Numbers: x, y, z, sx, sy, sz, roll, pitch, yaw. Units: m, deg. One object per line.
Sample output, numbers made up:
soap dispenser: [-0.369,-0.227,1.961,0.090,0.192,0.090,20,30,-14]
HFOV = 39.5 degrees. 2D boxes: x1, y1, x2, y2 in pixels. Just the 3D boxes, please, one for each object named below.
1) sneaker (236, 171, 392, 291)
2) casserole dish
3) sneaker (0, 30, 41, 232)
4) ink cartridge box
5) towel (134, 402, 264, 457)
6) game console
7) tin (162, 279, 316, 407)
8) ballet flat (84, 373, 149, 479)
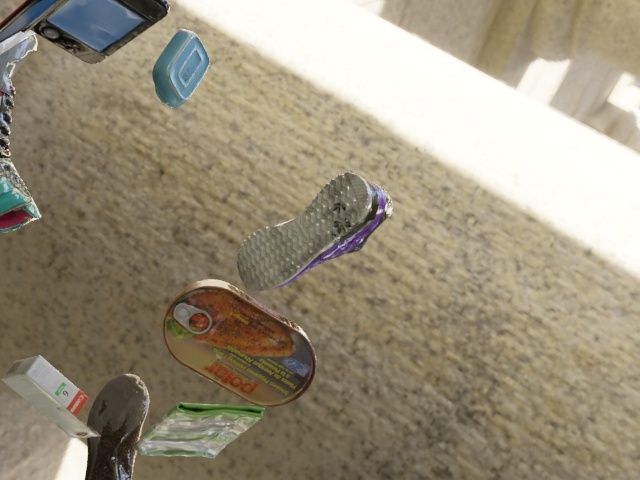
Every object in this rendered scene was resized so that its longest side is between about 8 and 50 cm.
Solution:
sneaker: [0.001,0.001,1.455,0.293,0.102,0.146,-32,160,28]
casserole dish: [-0.289,-0.365,1.887,0.114,0.037,0.188,62,42,-42]
sneaker: [-0.360,-0.098,0.958,0.123,0.178,0.296,-14,-145,47]
ink cartridge box: [-0.298,0.179,1.009,0.062,0.115,0.029,-16,-145,44]
towel: [-0.145,0.227,1.053,0.113,0.023,0.152,6,150,-28]
game console: [-0.231,-0.191,0.816,0.124,0.144,0.085,29,58,-36]
tin: [-0.094,0.120,1.033,0.106,0.189,0.040,-55,-165,5]
ballet flat: [-0.289,0.303,1.254,0.058,0.084,0.250,88,1,-49]
